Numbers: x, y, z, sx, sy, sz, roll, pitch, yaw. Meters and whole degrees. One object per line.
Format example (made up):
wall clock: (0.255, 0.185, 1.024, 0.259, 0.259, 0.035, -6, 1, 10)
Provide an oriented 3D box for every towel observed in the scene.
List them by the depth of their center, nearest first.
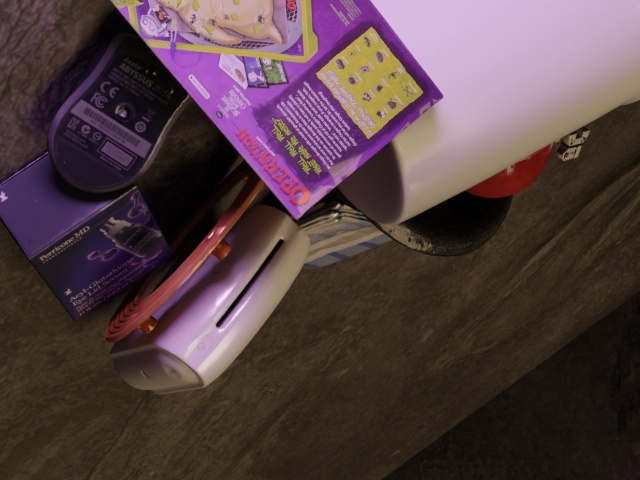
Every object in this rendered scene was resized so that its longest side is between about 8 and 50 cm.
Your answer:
towel: (0.000, 0.000, 2.175, 0.209, 0.034, 0.285, -22, 166, 24)

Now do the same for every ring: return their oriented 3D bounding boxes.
ring: (-0.152, 0.003, 1.826, 0.336, 0.032, 0.336, -45, -168, 12)

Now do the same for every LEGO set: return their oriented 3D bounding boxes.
LEGO set: (0.341, -0.146, 2.430, 0.227, 0.087, 0.093, -16, 132, -42)

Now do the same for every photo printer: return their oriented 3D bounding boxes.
photo printer: (-0.142, 0.079, 1.894, 0.256, 0.107, 0.307, -53, -168, -20)

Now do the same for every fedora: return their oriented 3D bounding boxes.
fedora: (0.115, -0.121, 2.014, 0.334, 0.334, 0.152, -17, -176, -40)

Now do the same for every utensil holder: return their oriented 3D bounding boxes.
utensil holder: (0.174, -0.236, 1.753, 0.385, 0.327, 0.327, -30, 155, -15)

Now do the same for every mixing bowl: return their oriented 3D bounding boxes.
mixing bowl: (0.229, -0.121, 1.919, 0.181, 0.181, 0.098, -30, 135, -20)

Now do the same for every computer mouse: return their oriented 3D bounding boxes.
computer mouse: (-0.192, -0.169, 1.597, 0.188, 0.072, 0.272, 37, 107, -20)

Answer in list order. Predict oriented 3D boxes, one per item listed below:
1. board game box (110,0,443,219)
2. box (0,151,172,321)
board game box: (-0.057, -0.216, 1.492, 0.208, 0.347, 0.056, -40, -163, -3)
box: (-0.285, -0.017, 1.737, 0.153, 0.108, 0.207, -35, 157, -8)
